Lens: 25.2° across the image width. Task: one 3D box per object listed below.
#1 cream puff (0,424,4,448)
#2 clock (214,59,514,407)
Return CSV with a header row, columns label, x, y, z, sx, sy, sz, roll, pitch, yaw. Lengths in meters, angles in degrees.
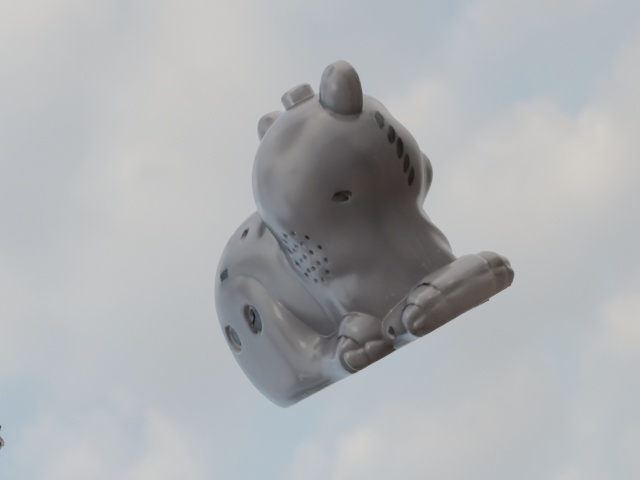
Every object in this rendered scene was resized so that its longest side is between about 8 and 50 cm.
label,x,y,z,sx,sy,sz,roll,pitch,yaw
cream puff,-0.312,0.182,1.243,0.083,0.058,0.083,-16,-76,-39
clock,0.001,0.000,0.629,0.080,0.117,0.176,-26,-6,-28
